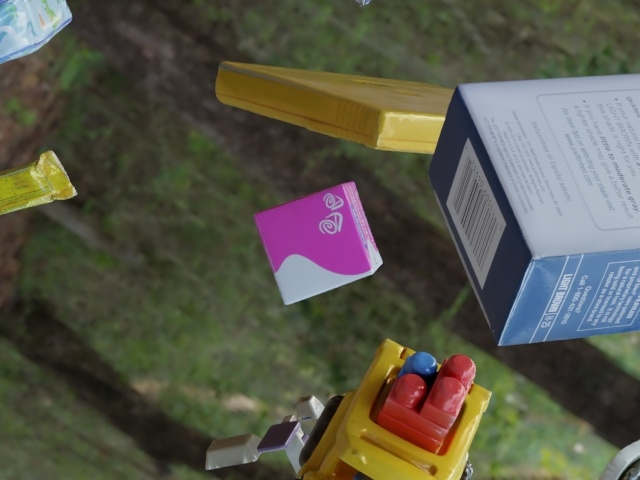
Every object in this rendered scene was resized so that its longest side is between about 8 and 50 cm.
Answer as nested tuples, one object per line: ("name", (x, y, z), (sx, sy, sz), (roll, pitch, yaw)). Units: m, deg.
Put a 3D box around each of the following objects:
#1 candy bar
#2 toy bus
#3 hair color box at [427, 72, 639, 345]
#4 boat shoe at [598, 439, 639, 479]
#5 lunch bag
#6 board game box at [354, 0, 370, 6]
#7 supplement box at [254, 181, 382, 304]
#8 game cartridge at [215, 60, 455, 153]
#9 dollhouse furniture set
("candy bar", (-0.261, -0.035, 1.400), (0.161, 0.040, 0.018), (-13, -156, 33))
("toy bus", (0.063, 0.194, 1.556), (0.220, 0.149, 0.211), (-60, 177, -42))
("hair color box", (0.273, -0.032, 1.320), (0.105, 0.347, 0.174), (105, -26, -48))
("boat shoe", (0.439, 0.256, 2.066), (0.305, 0.091, 0.109), (-22, 131, -40))
("lunch bag", (-0.390, -0.242, 2.022), (0.176, 0.090, 0.219), (-17, -164, 14))
("board game box", (-0.015, -0.363, 1.341), (0.232, 0.291, 0.141), (-52, 173, -11))
("supplement box", (0.000, 0.000, 2.105), (0.114, 0.111, 0.220), (-19, -179, 6))
("game cartridge", (0.087, -0.131, 1.881), (0.324, 0.285, 0.052), (26, -71, 56))
("dollhouse furniture set", (-0.050, 0.223, 1.845), (0.114, 0.081, 0.091), (-14, -155, 30))
